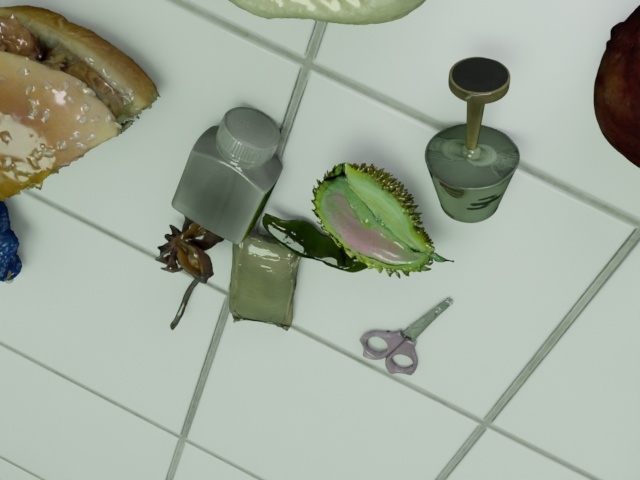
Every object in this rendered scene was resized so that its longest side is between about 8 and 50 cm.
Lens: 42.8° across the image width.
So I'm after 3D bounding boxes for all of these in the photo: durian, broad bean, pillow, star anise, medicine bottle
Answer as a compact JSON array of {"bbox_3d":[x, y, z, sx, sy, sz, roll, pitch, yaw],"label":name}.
[{"bbox_3d":[0.083,-0.035,1.169,0.221,0.095,0.137,46,142,-18],"label":"durian"},{"bbox_3d":[0.001,0.008,1.273,0.195,0.046,0.061,15,111,5],"label":"broad bean"},{"bbox_3d":[-0.095,0.066,1.360,0.119,0.053,0.208,17,132,7],"label":"pillow"},{"bbox_3d":[-0.206,0.070,1.396,0.218,0.148,0.227,-27,147,4],"label":"star anise"},{"bbox_3d":[-0.132,-0.101,1.219,0.132,0.088,0.188,31,133,-1],"label":"medicine bottle"}]

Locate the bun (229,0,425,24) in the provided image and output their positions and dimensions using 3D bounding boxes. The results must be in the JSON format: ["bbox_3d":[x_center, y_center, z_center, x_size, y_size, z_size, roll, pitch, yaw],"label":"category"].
[{"bbox_3d":[0.011,-0.396,0.821,0.349,0.227,0.352,30,136,0],"label":"bun"}]

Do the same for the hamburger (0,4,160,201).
[{"bbox_3d":[-0.497,-0.205,1.201,0.445,0.268,0.287,-14,115,35],"label":"hamburger"}]

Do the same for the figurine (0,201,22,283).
[{"bbox_3d":[-0.624,-0.016,1.515,0.164,0.121,0.262,20,148,9],"label":"figurine"}]

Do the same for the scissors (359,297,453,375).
[{"bbox_3d":[0.150,0.154,1.337,0.110,0.021,0.212,35,134,-7],"label":"scissors"}]

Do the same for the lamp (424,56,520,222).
[{"bbox_3d":[0.192,-0.120,1.025,0.121,0.121,0.215,14,143,15],"label":"lamp"}]

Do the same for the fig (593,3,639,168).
[{"bbox_3d":[0.388,-0.175,0.835,0.235,0.235,0.214,-39,66,41],"label":"fig"}]
